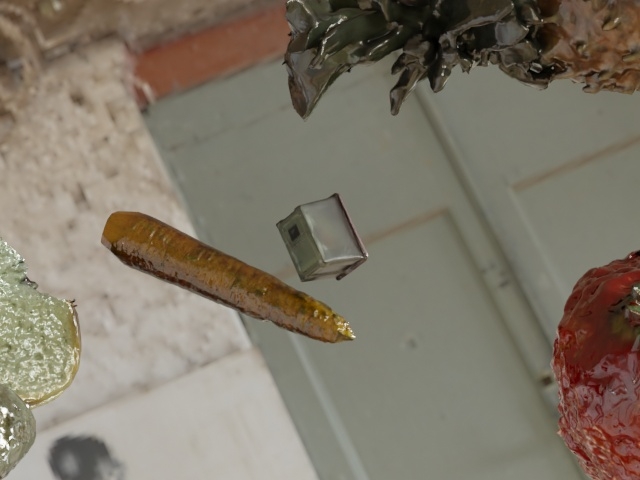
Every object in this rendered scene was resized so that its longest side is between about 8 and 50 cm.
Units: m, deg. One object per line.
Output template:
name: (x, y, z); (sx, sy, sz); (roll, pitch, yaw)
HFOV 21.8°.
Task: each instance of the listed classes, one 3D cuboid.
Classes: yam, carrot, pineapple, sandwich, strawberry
yam: (-0.308, 0.173, 1.361); (0.107, 0.107, 0.183); (-31, -178, 19)
carrot: (-0.101, 0.044, 1.872); (0.066, 0.314, 0.066); (-59, 163, -31)
pineapple: (0.125, -0.146, 1.053); (0.310, 0.141, 0.170); (-12, -168, 5)
sandwich: (-0.389, 0.049, 1.825); (0.254, 0.288, 0.099); (-1, 176, -35)
strawberry: (0.323, 0.138, 1.486); (0.257, 0.257, 0.277); (-17, 140, -29)

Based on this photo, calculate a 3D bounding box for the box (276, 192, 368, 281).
box: (0.000, 0.000, 1.805); (0.063, 0.085, 0.060); (-11, 162, -44)
